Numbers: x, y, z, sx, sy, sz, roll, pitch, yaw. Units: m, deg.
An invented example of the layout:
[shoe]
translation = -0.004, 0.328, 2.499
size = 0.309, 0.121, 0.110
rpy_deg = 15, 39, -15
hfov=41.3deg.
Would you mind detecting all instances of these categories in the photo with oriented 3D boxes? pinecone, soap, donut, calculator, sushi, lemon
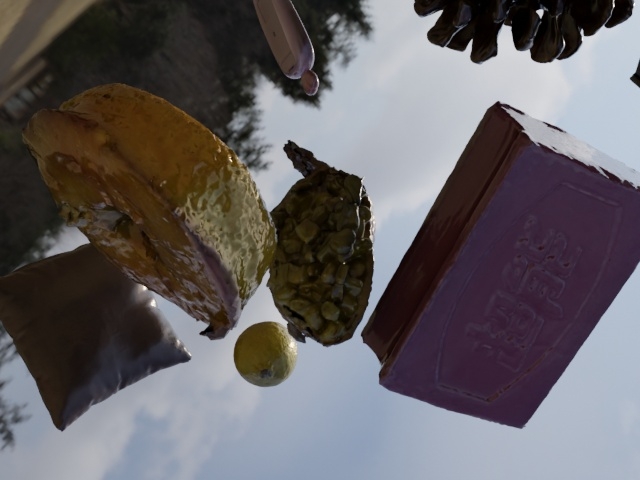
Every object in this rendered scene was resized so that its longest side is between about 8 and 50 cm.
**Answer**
[pinecone]
translation = 0.245, -0.320, 1.020
size = 0.309, 0.244, 0.244
rpy_deg = -32, -167, -21
[soap]
translation = 0.234, 0.040, 1.050
size = 0.360, 0.232, 0.128
rpy_deg = -63, -159, 22
[donut]
translation = -0.145, -0.026, 0.742
size = 0.118, 0.253, 0.253
rpy_deg = -51, -161, -19
[calculator]
translation = -0.045, -0.259, 1.066
size = 0.024, 0.166, 0.103
rpy_deg = -26, -178, -17
[sushi]
translation = 0.001, 0.002, 1.103
size = 0.166, 0.179, 0.296
rpy_deg = -2, -127, 24
[lemon]
translation = -0.091, 0.189, 1.411
size = 0.109, 0.109, 0.133
rpy_deg = -35, -161, 16

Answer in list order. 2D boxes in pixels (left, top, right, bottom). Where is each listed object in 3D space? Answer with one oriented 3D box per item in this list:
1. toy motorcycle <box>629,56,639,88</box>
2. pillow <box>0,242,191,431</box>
[toy motorcycle]
translation = 0.467, -0.163, 0.878
size = 0.125, 0.213, 0.359
rpy_deg = -4, -142, -11
[pillow]
translation = -0.432, 0.157, 1.600
size = 0.307, 0.305, 0.108
rpy_deg = -26, 172, -41
